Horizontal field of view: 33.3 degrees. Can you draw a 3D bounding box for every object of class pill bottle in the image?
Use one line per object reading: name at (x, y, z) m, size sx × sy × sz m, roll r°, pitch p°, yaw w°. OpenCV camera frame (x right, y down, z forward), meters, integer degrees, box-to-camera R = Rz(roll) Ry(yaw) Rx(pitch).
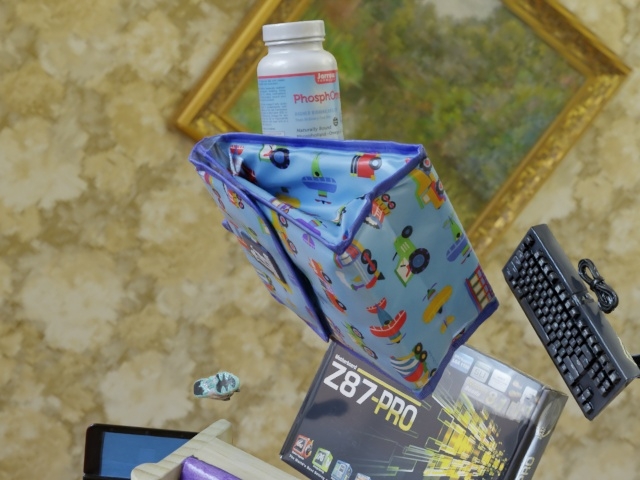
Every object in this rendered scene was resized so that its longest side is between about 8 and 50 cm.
pill bottle at (-0.022, -0.152, 1.150) m, size 0.087 × 0.160 × 0.087 m, roll -5°, pitch 11°, yaw 1°

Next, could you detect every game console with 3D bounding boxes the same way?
game console at (-0.212, 0.294, 1.266) m, size 0.144 × 0.124 × 0.085 m, roll 6°, pitch -32°, yaw -6°

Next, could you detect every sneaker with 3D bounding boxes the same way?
sneaker at (-0.150, 0.238, 1.731) m, size 0.098 × 0.038 × 0.069 m, roll -12°, pitch -23°, yaw 39°

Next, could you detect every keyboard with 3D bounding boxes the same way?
keyboard at (0.232, 0.066, 0.998) m, size 0.023 × 0.108 × 0.180 m, roll -1°, pitch 49°, yaw -33°

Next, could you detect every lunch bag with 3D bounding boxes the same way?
lunch bag at (0.000, 0.000, 1.079) m, size 0.293 × 0.138 × 0.221 m, roll 19°, pitch -30°, yaw 45°

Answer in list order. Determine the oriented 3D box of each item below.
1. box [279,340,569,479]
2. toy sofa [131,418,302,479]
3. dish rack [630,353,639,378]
box at (0.154, 0.300, 1.708) m, size 0.395 × 0.318 × 0.097 m, roll 27°, pitch 1°, yaw 38°
toy sofa at (-0.003, 0.301, 0.860) m, size 0.363 × 0.150 × 0.177 m, roll 19°, pitch 30°, yaw 30°
dish rack at (0.609, 0.108, 1.691) m, size 0.074 × 0.271 × 0.208 m, roll 40°, pitch -33°, yaw -27°
